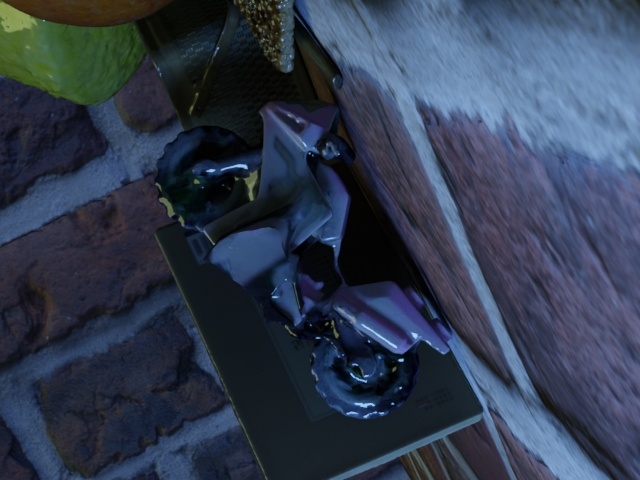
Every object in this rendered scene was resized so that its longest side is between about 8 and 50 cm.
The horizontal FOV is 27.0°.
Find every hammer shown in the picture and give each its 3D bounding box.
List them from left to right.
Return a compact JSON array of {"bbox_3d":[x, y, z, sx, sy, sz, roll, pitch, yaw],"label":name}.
[{"bbox_3d":[-0.016,-0.182,1.200,0.182,0.017,0.062,59,174,48],"label":"hammer"}]

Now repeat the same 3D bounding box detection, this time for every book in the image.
[{"bbox_3d":[-0.007,0.080,1.304,0.021,0.217,0.310,95,151,-62],"label":"book"}]

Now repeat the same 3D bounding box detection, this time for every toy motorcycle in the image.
[{"bbox_3d":[0.000,0.000,1.236,0.327,0.188,0.143,49,-176,6],"label":"toy motorcycle"}]

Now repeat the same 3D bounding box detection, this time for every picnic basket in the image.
[{"bbox_3d":[-0.092,-0.167,1.425,0.165,0.139,0.266,-120,6,-49],"label":"picnic basket"}]

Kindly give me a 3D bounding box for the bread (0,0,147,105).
[{"bbox_3d":[-0.324,-0.350,1.482,0.308,0.348,0.348,19,166,9],"label":"bread"}]

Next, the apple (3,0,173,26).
[{"bbox_3d":[-0.191,-0.290,1.101,0.253,0.253,0.253,64,176,7],"label":"apple"}]

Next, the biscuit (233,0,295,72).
[{"bbox_3d":[-0.077,-0.270,1.214,0.131,0.025,0.231,93,153,-56],"label":"biscuit"}]
